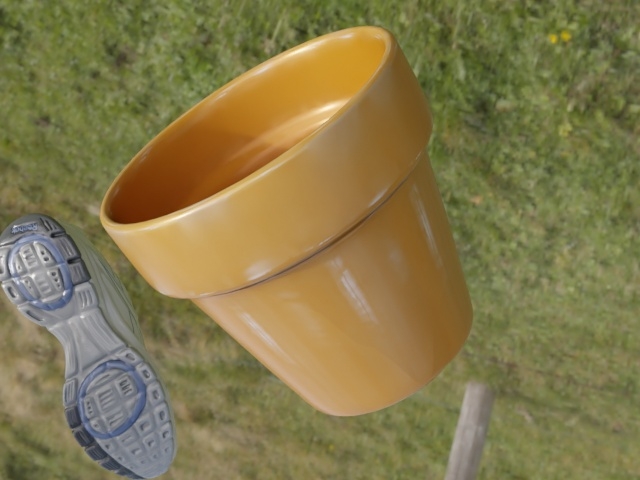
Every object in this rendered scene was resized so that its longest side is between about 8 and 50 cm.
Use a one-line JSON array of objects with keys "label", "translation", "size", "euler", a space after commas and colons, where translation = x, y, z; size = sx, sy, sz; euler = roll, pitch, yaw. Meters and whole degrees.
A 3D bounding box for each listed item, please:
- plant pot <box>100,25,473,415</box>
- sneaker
[{"label": "plant pot", "translation": [0.000, 0.000, 0.623], "size": [0.205, 0.205, 0.188], "euler": [-8, 124, 44]}, {"label": "sneaker", "translation": [-0.219, 0.103, 1.023], "size": [0.111, 0.297, 0.129], "euler": [-22, -177, 10]}]
